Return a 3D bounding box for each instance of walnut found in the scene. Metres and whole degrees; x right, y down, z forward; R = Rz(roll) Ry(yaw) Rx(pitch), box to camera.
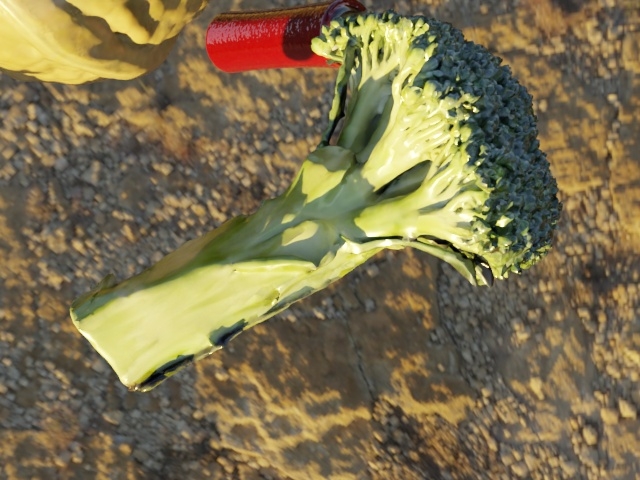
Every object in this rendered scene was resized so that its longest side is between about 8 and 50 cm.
[{"bbox_3d":[-0.195,-0.223,0.832,0.225,0.261,0.225,-5,79,28],"label":"walnut"}]

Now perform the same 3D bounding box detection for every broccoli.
[{"bbox_3d":[-0.004,-0.016,0.829,0.361,0.221,0.252,-18,36,19],"label":"broccoli"}]

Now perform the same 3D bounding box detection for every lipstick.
[{"bbox_3d":[-0.041,-0.238,1.292,0.241,0.080,0.080,10,67,50],"label":"lipstick"}]
